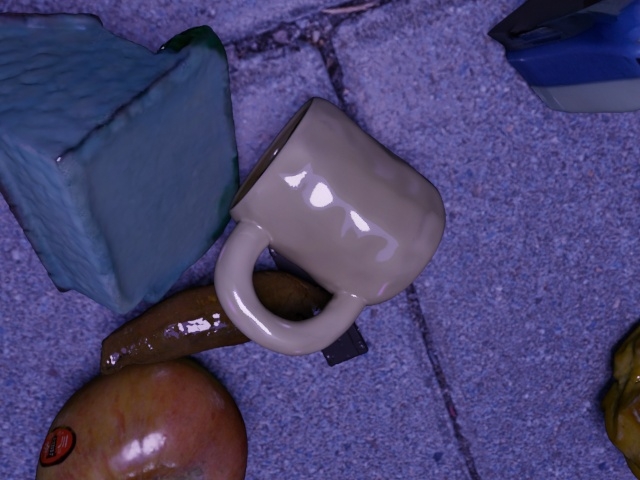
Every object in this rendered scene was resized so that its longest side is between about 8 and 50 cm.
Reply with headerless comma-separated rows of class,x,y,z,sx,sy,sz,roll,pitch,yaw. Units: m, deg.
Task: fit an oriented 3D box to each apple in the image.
apple,-0.210,0.267,0.753,0.261,0.194,0.260,-2,105,-9

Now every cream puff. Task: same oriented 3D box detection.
cream puff,0.525,0.227,0.856,0.282,0.185,0.281,-5,69,13

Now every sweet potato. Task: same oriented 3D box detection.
sweet potato,-0.111,0.099,0.727,0.286,0.085,0.112,-15,118,-27

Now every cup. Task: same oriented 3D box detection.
cup,0.012,-0.011,0.681,0.202,0.255,0.173,37,134,-13

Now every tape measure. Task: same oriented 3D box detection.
tape measure,0.352,-0.251,0.655,0.262,0.259,0.138,-40,107,0

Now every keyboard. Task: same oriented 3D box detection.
keyboard,-0.001,0.077,0.820,0.060,0.018,0.195,-24,107,7

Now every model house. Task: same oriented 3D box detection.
model house,-0.253,-0.098,0.655,0.249,0.230,0.280,26,144,17
